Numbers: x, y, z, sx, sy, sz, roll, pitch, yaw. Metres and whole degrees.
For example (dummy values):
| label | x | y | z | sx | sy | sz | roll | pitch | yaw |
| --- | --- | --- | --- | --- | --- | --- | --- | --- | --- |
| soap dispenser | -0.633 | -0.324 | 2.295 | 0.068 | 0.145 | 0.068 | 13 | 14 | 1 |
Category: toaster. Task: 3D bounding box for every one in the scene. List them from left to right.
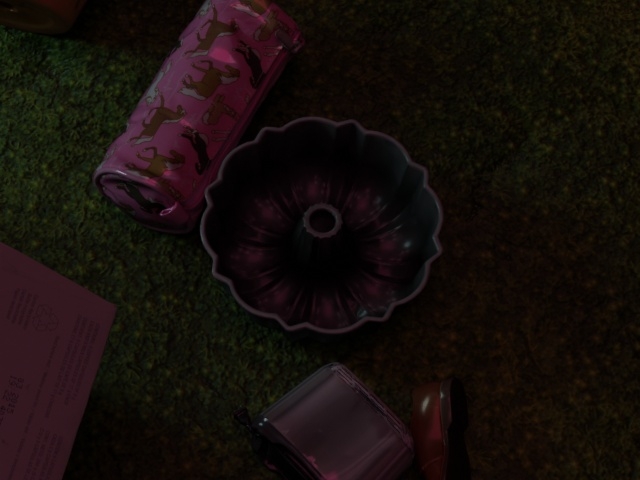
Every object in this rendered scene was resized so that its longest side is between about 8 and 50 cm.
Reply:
| label | x | y | z | sx | sy | sz | roll | pitch | yaw |
| --- | --- | --- | --- | --- | --- | --- | --- | --- | --- |
| toaster | 0.014 | 0.260 | 1.673 | 0.146 | 0.129 | 0.227 | -38 | 69 | -23 |

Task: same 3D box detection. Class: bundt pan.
| label | x | y | z | sx | sy | sz | roll | pitch | yaw |
| --- | --- | --- | --- | --- | --- | --- | --- | --- | --- |
| bundt pan | 0.000 | 0.000 | 1.800 | 0.331 | 0.124 | 0.330 | 1 | 64 | -3 |

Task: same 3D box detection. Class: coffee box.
| label | x | y | z | sx | sy | sz | roll | pitch | yaw |
| --- | --- | --- | --- | --- | --- | --- | --- | --- | --- |
| coffee box | -0.499 | 0.176 | 1.511 | 0.338 | 0.334 | 0.337 | 32 | 59 | -30 |

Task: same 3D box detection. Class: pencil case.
| label | x | y | z | sx | sy | sz | roll | pitch | yaw |
| --- | --- | --- | --- | --- | --- | --- | --- | --- | --- |
| pencil case | -0.169 | -0.190 | 1.870 | 0.160 | 0.167 | 0.386 | 38 | 65 | -19 |

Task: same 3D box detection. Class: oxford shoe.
| label | x | y | z | sx | sy | sz | roll | pitch | yaw |
| --- | --- | --- | --- | --- | --- | --- | --- | --- | --- |
| oxford shoe | 0.150 | 0.288 | 1.707 | 0.076 | 0.076 | 0.212 | -11 | 63 | 26 |

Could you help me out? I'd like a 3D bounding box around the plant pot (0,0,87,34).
| label | x | y | z | sx | sy | sz | roll | pitch | yaw |
| --- | --- | --- | --- | --- | --- | --- | --- | --- | --- |
| plant pot | -0.440 | -0.435 | 1.927 | 0.291 | 0.291 | 0.203 | 14 | 80 | 5 |
